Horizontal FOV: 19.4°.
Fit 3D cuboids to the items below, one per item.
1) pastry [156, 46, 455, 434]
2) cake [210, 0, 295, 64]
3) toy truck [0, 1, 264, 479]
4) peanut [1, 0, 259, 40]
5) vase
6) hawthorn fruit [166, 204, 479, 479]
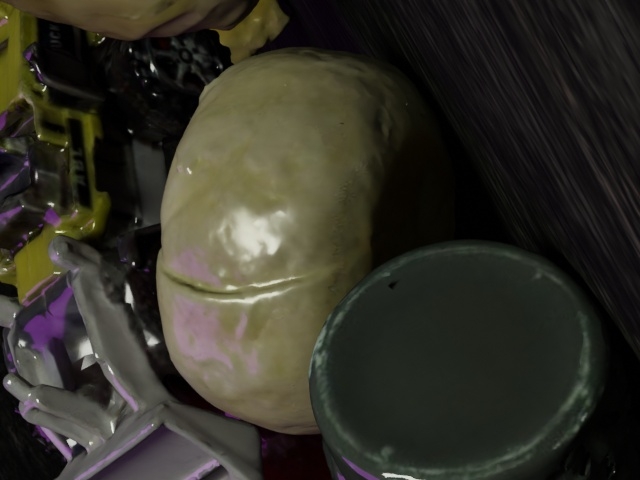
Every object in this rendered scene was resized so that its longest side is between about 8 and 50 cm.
[{"bbox_3d":[0.000,0.000,0.748,0.092,0.156,0.156,10,155,25],"label":"pastry"},{"bbox_3d":[-0.193,-0.225,1.291,0.286,0.222,0.227,58,178,-24],"label":"cake"},{"bbox_3d":[-0.103,0.009,0.838,0.111,0.136,0.286,10,-124,-38],"label":"toy truck"},{"bbox_3d":[-0.132,-0.203,0.739,0.313,0.149,0.149,57,180,-35],"label":"peanut"},{"bbox_3d":[0.087,0.136,0.717,0.301,0.156,0.251,67,178,-48],"label":"vase"},{"bbox_3d":[0.020,0.066,0.930,0.202,0.185,0.185,50,-176,-31],"label":"hawthorn fruit"}]
